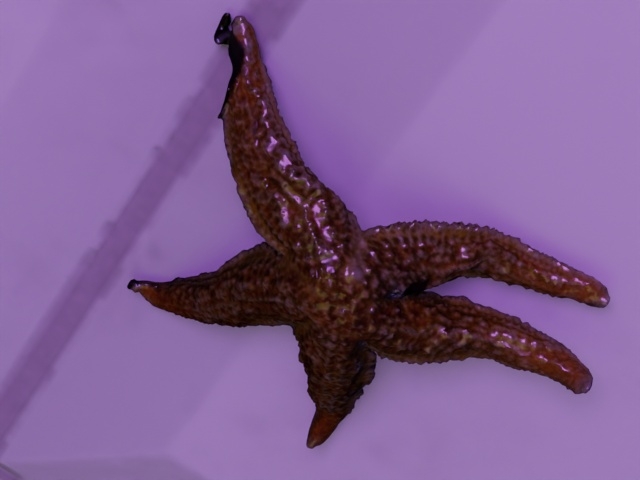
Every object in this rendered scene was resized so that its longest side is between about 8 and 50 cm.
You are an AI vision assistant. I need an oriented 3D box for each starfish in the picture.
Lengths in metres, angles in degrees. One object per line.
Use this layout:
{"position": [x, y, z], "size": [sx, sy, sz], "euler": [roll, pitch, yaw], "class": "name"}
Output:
{"position": [-0.003, 0.003, 0.490], "size": [0.133, 0.041, 0.130], "euler": [-18, 114, 25], "class": "starfish"}
